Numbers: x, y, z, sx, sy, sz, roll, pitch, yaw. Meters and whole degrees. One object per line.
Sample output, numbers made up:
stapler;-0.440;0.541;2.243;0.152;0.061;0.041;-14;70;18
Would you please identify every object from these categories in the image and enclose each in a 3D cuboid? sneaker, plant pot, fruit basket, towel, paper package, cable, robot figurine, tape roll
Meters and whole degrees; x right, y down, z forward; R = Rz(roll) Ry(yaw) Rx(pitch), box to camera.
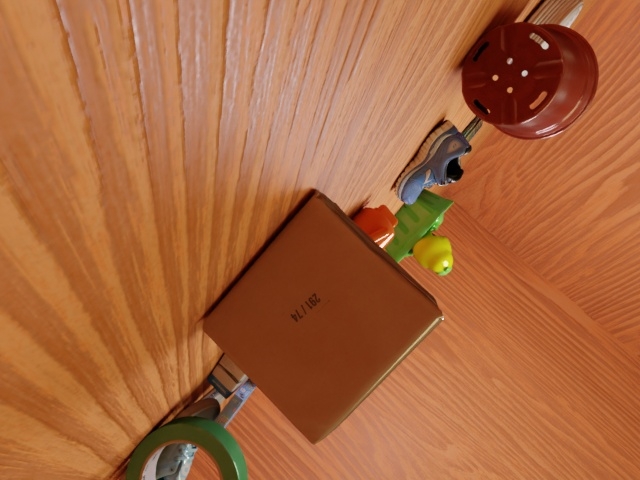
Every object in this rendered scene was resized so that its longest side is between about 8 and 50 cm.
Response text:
sneaker;-0.420;0.648;1.417;0.366;0.150;0.135;-46;144;-10
plant pot;0.453;-0.360;1.056;0.265;0.272;0.272;-19;151;-53
fruit basket;0.502;-0.011;2.241;0.283;0.392;0.392;-33;163;-54
sneaker;0.342;-0.203;1.441;0.130;0.147;0.330;-41;169;-33
towel;0.574;-0.380;2.063;0.370;0.040;0.271;-52;170;13
paper package;0.008;0.135;0.871;0.325;0.309;0.168;-48;170;8
cable;0.615;-0.572;1.328;0.257;0.089;0.257;-36;165;-47
robot figurine;0.120;-0.006;1.325;0.219;0.158;0.128;-44;137;-19
tape roll;-0.359;0.647;1.271;0.321;0.321;0.077;-48;170;2

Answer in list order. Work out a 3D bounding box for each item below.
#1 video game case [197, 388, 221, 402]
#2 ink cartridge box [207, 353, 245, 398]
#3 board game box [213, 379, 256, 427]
video game case;-0.436;0.628;1.698;0.329;0.036;0.300;-54;168;34
ink cartridge box;-0.217;0.339;1.357;0.148;0.086;0.203;-35;165;-51
board game box;-0.266;0.507;1.426;0.160;0.039;0.211;-53;176;0
